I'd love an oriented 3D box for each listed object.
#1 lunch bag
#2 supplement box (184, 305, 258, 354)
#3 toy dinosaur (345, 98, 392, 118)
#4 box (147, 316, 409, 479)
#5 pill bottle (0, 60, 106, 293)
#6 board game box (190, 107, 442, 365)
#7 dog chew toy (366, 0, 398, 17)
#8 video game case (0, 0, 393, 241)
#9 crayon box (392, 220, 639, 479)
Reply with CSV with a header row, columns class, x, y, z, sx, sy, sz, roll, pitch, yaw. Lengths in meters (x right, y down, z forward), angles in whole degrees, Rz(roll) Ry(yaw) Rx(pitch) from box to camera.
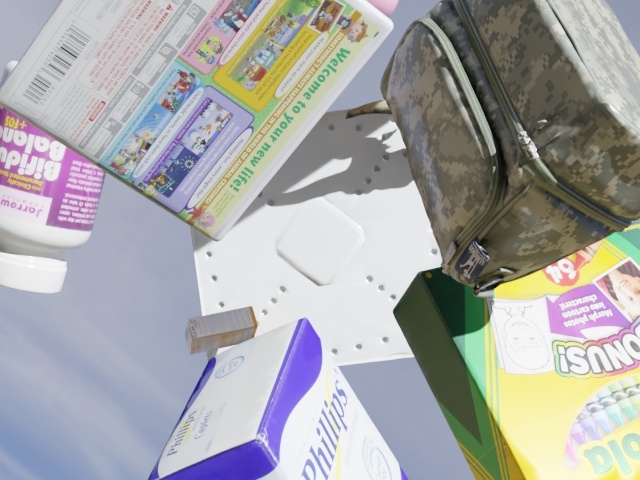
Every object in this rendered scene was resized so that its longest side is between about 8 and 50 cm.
class,x,y,z,sx,sy,sz,roll,pitch,yaw
lunch bag,0.206,-0.122,1.042,0.213,0.305,0.256,18,-46,-43
supplement box,-0.146,0.131,1.436,0.062,0.099,0.036,112,-37,-60
toy dinosaur,0.176,-0.214,1.406,0.268,0.064,0.118,4,-69,-16
box,-0.014,0.135,0.538,0.072,0.126,0.137,-26,-73,19
pill bottle,-0.391,-0.085,1.375,0.169,0.301,0.169,14,3,-1
board game box,0.000,0.000,1.524,0.390,0.050,0.389,-7,-87,2
dog chew toy,0.066,-0.518,1.687,0.207,0.331,0.206,-1,-17,0
video game case,-0.088,-0.127,0.692,0.193,0.023,0.212,34,-72,-21
crayon box,0.317,0.155,1.182,0.313,0.363,0.106,64,-30,26
